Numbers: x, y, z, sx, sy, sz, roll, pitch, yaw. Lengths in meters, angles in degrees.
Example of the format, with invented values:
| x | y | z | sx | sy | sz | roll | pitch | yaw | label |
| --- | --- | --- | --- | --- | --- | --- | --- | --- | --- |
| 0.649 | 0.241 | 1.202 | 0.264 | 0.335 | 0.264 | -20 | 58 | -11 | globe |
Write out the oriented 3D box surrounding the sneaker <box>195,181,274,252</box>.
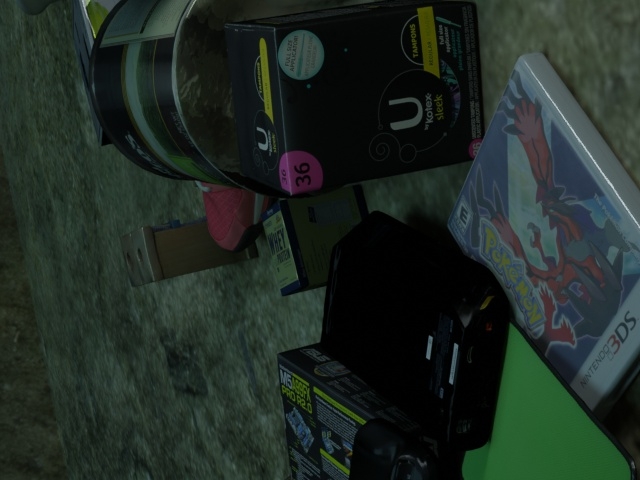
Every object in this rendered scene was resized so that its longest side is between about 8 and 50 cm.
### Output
| x | y | z | sx | sy | sz | roll | pitch | yaw | label |
| --- | --- | --- | --- | --- | --- | --- | --- | --- | --- |
| -0.132 | -0.129 | 1.305 | 0.116 | 0.136 | 0.313 | -136 | 39 | -55 | sneaker |

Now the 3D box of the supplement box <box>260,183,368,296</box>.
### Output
| x | y | z | sx | sy | sz | roll | pitch | yaw | label |
| --- | --- | --- | --- | --- | --- | --- | --- | --- | --- |
| 0.000 | 0.000 | 1.124 | 0.056 | 0.083 | 0.083 | 149 | 108 | -67 | supplement box |

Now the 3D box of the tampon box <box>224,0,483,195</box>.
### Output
| x | y | z | sx | sy | sz | roll | pitch | yaw | label |
| --- | --- | --- | --- | --- | --- | --- | --- | --- | --- |
| 0.025 | -0.112 | 0.905 | 0.101 | 0.161 | 0.120 | -155 | 55 | -63 | tampon box |

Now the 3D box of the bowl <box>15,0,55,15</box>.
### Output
| x | y | z | sx | sy | sz | roll | pitch | yaw | label |
| --- | --- | --- | --- | --- | --- | --- | --- | --- | --- |
| -0.177 | -0.333 | 0.987 | 0.298 | 0.134 | 0.297 | -179 | 90 | -86 | bowl |

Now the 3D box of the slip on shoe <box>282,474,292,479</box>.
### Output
| x | y | z | sx | sy | sz | roll | pitch | yaw | label |
| --- | --- | --- | --- | --- | --- | --- | --- | --- | --- |
| -0.039 | 0.304 | 1.431 | 0.135 | 0.041 | 0.051 | 138 | 118 | -65 | slip on shoe |

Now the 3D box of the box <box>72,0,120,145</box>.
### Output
| x | y | z | sx | sy | sz | roll | pitch | yaw | label |
| --- | --- | --- | --- | --- | --- | --- | --- | --- | --- |
| -0.258 | -0.236 | 1.553 | 0.290 | 0.087 | 0.169 | 152 | 104 | -77 | box |

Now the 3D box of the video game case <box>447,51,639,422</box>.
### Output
| x | y | z | sx | sy | sz | roll | pitch | yaw | label |
| --- | --- | --- | --- | --- | --- | --- | --- | --- | --- |
| 0.161 | 0.006 | 0.824 | 0.183 | 0.023 | 0.201 | 107 | 144 | -50 | video game case |

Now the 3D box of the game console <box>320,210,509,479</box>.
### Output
| x | y | z | sx | sy | sz | roll | pitch | yaw | label |
| --- | --- | --- | --- | --- | --- | --- | --- | --- | --- |
| 0.056 | 0.169 | 0.989 | 0.213 | 0.044 | 0.361 | 33 | 119 | 58 | game console |

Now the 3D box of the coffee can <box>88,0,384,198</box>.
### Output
| x | y | z | sx | sy | sz | roll | pitch | yaw | label |
| --- | --- | --- | --- | --- | --- | --- | --- | --- | --- |
| -0.074 | -0.146 | 1.071 | 0.275 | 0.202 | 0.201 | -166 | 66 | -65 | coffee can |

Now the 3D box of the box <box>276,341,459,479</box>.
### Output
| x | y | z | sx | sy | sz | roll | pitch | yaw | label |
| --- | --- | --- | --- | --- | --- | --- | --- | --- | --- |
| 0.046 | 0.236 | 1.171 | 0.270 | 0.060 | 0.216 | -159 | 60 | -63 | box |

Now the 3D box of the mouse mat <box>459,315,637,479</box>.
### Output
| x | y | z | sx | sy | sz | roll | pitch | yaw | label |
| --- | --- | --- | --- | --- | --- | --- | --- | --- | --- |
| 0.150 | 0.160 | 0.835 | 0.189 | 0.007 | 0.152 | -122 | 38 | -56 | mouse mat |

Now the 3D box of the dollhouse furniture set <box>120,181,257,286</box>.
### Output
| x | y | z | sx | sy | sz | roll | pitch | yaw | label |
| --- | --- | --- | --- | --- | --- | --- | --- | --- | --- |
| -0.174 | -0.050 | 1.452 | 0.129 | 0.129 | 0.183 | 166 | 91 | -68 | dollhouse furniture set |
